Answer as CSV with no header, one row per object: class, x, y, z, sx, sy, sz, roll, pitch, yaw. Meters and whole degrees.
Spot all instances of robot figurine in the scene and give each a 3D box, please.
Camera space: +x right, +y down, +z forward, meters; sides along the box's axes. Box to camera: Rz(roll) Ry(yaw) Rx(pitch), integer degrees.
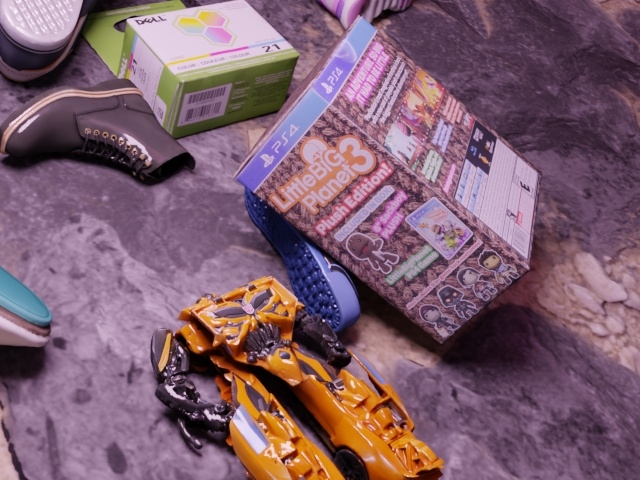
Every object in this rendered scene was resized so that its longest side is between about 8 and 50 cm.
robot figurine,-0.027,0.147,0.931,0.211,0.085,0.291,-22,58,-39

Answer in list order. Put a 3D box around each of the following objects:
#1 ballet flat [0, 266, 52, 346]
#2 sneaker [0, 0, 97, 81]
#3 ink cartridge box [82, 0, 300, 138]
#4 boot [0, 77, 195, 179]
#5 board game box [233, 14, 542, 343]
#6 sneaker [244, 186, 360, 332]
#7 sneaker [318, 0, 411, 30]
ballet flat,-0.427,-0.005,0.863,0.400,0.139,0.139,41,40,-15
sneaker,-0.328,-0.337,1.219,0.126,0.127,0.321,29,55,-17
ink cartridge box,-0.182,-0.264,1.272,0.188,0.097,0.255,-21,58,-37
boot,-0.248,-0.109,1.108,0.137,0.077,0.198,46,48,16
board game box,0.086,-0.073,1.081,0.291,0.141,0.232,39,32,-8
sneaker,0.000,0.000,1.095,0.090,0.081,0.232,-13,53,-27
sneaker,0.078,-0.409,1.541,0.104,0.095,0.236,33,43,22
